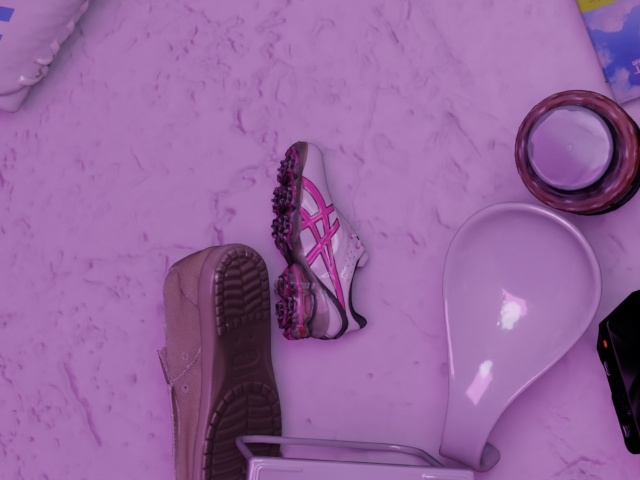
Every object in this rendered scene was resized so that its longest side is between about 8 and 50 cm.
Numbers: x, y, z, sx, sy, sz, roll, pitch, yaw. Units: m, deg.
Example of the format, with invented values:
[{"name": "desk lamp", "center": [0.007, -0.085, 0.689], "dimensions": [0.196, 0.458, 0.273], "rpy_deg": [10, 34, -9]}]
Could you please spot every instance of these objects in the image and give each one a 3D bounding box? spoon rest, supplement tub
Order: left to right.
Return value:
[{"name": "spoon rest", "center": [0.157, 0.092, 1.553], "dimensions": [0.137, 0.084, 0.276], "rpy_deg": [21, 120, 13]}, {"name": "supplement tub", "center": [0.223, -0.075, 1.529], "dimensions": [0.106, 0.198, 0.106], "rpy_deg": [0, 89, 13]}]

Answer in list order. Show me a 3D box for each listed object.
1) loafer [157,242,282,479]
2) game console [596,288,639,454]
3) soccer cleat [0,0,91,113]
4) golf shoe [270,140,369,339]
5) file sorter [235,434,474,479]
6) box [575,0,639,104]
[{"name": "loafer", "center": [-0.099, 0.131, 1.667], "dimensions": [0.092, 0.102, 0.268], "rpy_deg": [12, 102, 47]}, {"name": "game console", "center": [0.378, 0.197, 1.525], "dimensions": [0.213, 0.044, 0.361], "rpy_deg": [-15, 86, -15]}, {"name": "soccer cleat", "center": [-0.281, -0.211, 1.709], "dimensions": [0.331, 0.116, 0.143], "rpy_deg": [-26, 100, 15]}, {"name": "golf shoe", "center": [0.000, 0.000, 1.662], "dimensions": [0.086, 0.067, 0.186], "rpy_deg": [-1, 85, -18]}, {"name": "file sorter", "center": [0.009, 0.321, 1.579], "dimensions": [0.193, 0.173, 0.277], "rpy_deg": [5, 92, -11]}, {"name": "box", "center": [0.278, -0.219, 1.565], "dimensions": [0.109, 0.042, 0.178], "rpy_deg": [-19, 114, 14]}]
